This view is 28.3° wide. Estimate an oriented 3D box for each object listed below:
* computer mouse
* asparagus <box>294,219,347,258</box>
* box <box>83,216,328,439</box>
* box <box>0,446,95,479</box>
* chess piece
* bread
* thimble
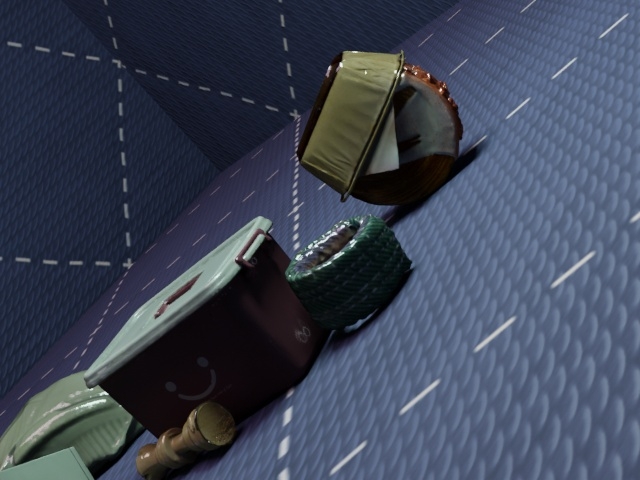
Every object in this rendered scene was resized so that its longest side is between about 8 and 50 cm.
[{"bbox_3d":[-0.428,0.324,1.977,0.429,0.145,0.228,-42,13,3],"label":"computer mouse"},{"bbox_3d":[0.000,0.000,2.058,0.114,0.014,0.015,-36,29,29],"label":"asparagus"},{"bbox_3d":[-0.132,0.127,1.601,0.294,0.167,0.193,-36,14,32],"label":"box"},{"bbox_3d":[-0.404,0.379,1.537,0.225,0.117,0.225,-39,-12,20],"label":"box"},{"bbox_3d":[-0.172,0.252,1.549,0.172,0.060,0.060,-37,11,42],"label":"chess piece"},{"bbox_3d":[0.089,-0.151,1.784,0.142,0.212,0.224,-74,7,-70],"label":"bread"},{"bbox_3d":[0.031,0.038,1.528,0.135,0.090,0.118,-44,19,-31],"label":"thimble"}]
